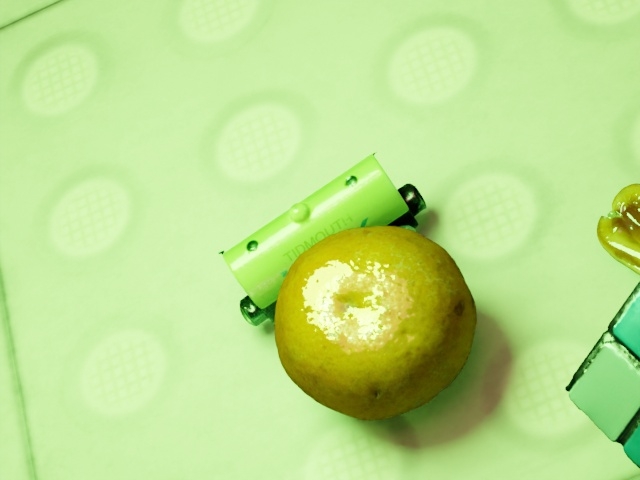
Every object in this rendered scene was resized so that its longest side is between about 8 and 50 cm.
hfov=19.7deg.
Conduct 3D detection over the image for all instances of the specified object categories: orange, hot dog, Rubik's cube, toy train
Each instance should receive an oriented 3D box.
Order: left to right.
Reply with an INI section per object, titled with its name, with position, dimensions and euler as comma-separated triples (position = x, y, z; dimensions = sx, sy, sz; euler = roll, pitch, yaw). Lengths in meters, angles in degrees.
[toy train]
position = 0.000, 0.000, 2.124
dimensions = 0.253, 0.157, 0.105
euler = -34, 53, 3
[orange]
position = 0.060, 0.090, 2.032
dimensions = 0.224, 0.170, 0.224
euler = -4, 73, 14
[hot dog]
position = 0.409, 0.021, 1.991
dimensions = 0.249, 0.068, 0.100
euler = 34, 93, 37
[Rubik's cube]
position = 0.384, 0.146, 1.827
dimensions = 0.183, 0.180, 0.167
euler = 46, 113, 38
